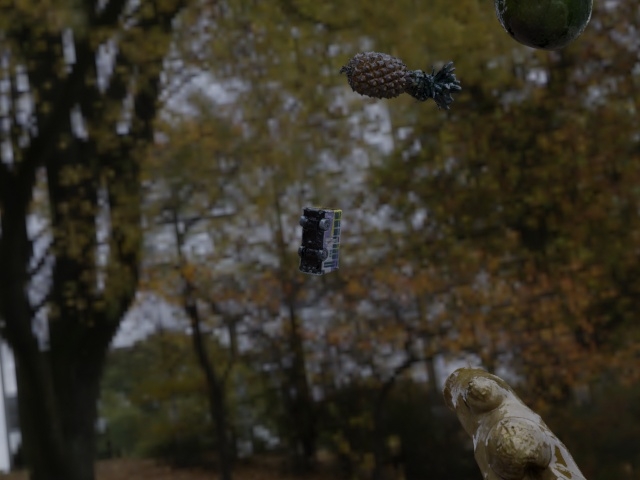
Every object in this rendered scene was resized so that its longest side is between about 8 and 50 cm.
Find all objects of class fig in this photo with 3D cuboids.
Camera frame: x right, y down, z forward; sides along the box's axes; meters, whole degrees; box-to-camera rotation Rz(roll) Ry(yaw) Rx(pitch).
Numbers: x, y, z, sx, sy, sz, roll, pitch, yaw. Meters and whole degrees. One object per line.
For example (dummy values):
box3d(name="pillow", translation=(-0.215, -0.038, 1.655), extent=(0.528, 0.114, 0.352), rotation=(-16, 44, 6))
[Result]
box3d(name="fig", translation=(0.273, -0.306, 1.768), extent=(0.123, 0.123, 0.156), rotation=(-3, -43, -23))

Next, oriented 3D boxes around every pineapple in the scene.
box3d(name="pineapple", translation=(0.143, -0.291, 2.680), extent=(0.221, 0.083, 0.103), rotation=(9, -20, -8))

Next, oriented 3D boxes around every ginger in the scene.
box3d(name="ginger", translation=(0.257, 0.309, 2.076), extent=(0.166, 0.375, 0.236), rotation=(-54, -34, 10))

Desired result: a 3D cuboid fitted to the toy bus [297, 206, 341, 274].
box3d(name="toy bus", translation=(0.000, 0.000, 2.304), extent=(0.052, 0.102, 0.058), rotation=(9, 10, 36))
